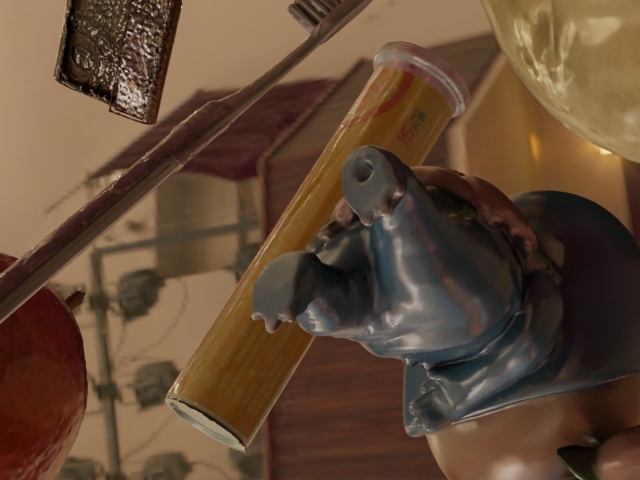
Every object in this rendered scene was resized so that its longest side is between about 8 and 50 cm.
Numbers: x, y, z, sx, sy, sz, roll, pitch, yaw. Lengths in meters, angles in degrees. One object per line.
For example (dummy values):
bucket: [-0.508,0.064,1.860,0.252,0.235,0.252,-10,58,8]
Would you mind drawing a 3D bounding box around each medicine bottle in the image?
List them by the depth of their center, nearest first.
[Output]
medicine bottle: [0.000,0.000,1.286,0.426,0.108,0.108,-58,-38,-19]

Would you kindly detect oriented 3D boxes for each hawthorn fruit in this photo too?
hawthorn fruit: [-0.219,0.081,0.776,0.225,0.196,0.197,-31,-68,-41]

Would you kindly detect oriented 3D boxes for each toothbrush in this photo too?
toothbrush: [-0.077,-0.049,0.663,0.029,0.024,0.354,42,-126,2]

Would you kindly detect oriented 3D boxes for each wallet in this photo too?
wallet: [-0.204,-0.246,1.357,0.039,0.133,0.243,-48,-19,-53]

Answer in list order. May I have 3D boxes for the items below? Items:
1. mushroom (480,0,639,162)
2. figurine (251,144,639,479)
mushroom: [0.210,-0.219,0.668,0.315,0.315,0.356,-60,-43,-60]
figurine: [0.057,0.041,0.452,0.178,0.114,0.144,25,-140,-45]
